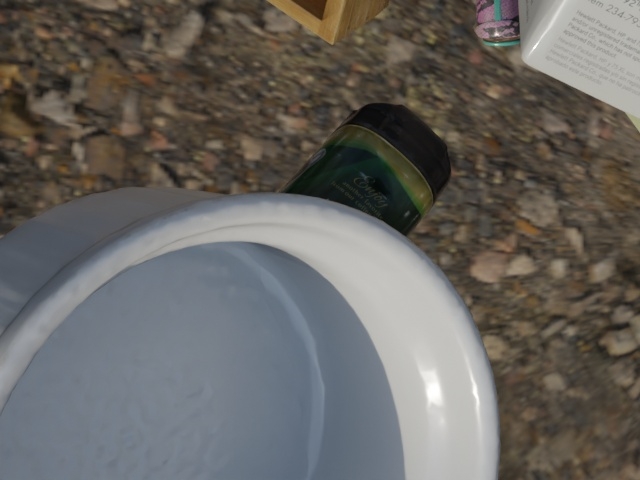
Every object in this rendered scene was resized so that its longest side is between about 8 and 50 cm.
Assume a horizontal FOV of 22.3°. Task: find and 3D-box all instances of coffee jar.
[{"bbox_3d":[0.000,0.000,0.989,0.079,0.096,0.184,42,65,-3],"label":"coffee jar"}]

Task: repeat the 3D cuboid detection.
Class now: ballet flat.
[{"bbox_3d":[0.202,-0.256,1.738,0.076,0.221,0.079,1,102,11],"label":"ballet flat"}]

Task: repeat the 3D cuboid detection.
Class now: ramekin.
[{"bbox_3d":[-0.065,0.105,0.755,0.135,0.277,0.277,18,97,56],"label":"ramekin"}]

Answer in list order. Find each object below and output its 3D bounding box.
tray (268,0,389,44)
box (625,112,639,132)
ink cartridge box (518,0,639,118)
[{"bbox_3d":[-0.008,-0.344,1.022,0.203,0.076,0.411,37,139,19],"label":"tray"},{"bbox_3d":[0.358,-0.130,1.243,0.243,0.117,0.213,61,139,35],"label":"box"},{"bbox_3d":[0.193,-0.150,0.659,0.134,0.078,0.231,24,127,-12],"label":"ink cartridge box"}]
